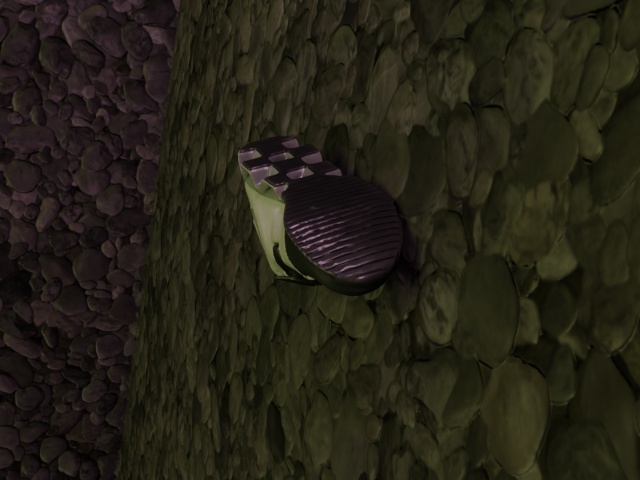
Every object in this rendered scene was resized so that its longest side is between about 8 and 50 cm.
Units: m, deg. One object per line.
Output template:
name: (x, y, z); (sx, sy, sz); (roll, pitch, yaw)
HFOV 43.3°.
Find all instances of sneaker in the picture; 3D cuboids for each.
sneaker: (0.000, 0.000, 0.915); (0.330, 0.122, 0.146); (-128, 29, -58)
